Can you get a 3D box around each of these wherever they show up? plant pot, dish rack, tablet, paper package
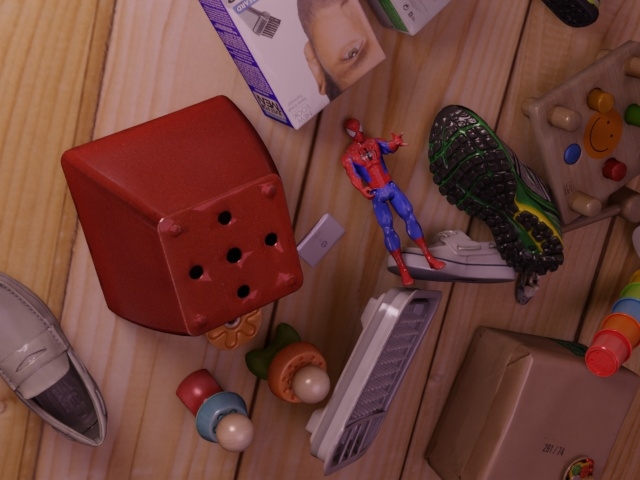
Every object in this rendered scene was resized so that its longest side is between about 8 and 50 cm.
[{"bbox_3d":[-0.170,-0.016,1.422,0.267,0.235,0.267,-23,119,-21],"label":"plant pot"},{"bbox_3d":[0.085,0.218,1.712,0.333,0.072,0.285,-64,162,5],"label":"dish rack"},{"bbox_3d":[0.000,0.000,1.673,0.083,0.006,0.054,-49,126,-5],"label":"tablet"},{"bbox_3d":[0.408,0.341,1.963,0.324,0.168,0.310,14,102,-34],"label":"paper package"}]

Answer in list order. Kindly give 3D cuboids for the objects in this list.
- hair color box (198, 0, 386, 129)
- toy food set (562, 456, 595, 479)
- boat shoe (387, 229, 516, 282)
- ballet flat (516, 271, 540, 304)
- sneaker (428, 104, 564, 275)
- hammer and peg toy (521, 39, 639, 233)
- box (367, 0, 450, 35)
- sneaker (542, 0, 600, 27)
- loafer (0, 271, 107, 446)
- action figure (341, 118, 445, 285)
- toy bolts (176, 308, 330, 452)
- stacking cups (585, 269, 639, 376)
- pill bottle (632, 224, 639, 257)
[{"bbox_3d":[-0.063,-0.348,1.433,0.185,0.110,0.339,-40,126,-13],"label":"hair color box"},{"bbox_3d":[0.493,0.451,1.942,0.082,0.020,0.083,-6,112,-29],"label":"toy food set"},{"bbox_3d":[0.231,0.023,1.776,0.267,0.096,0.088,4,79,-26],"label":"boat shoe"},{"bbox_3d":[0.397,0.074,1.925,0.041,0.041,0.114,-5,112,-30],"label":"ballet flat"},{"bbox_3d":[0.301,-0.097,1.761,0.134,0.146,0.343,-25,117,28],"label":"sneaker"},{"bbox_3d":[0.510,-0.145,1.851,0.266,0.127,0.361,-32,123,-17],"label":"hammer and peg toy"},{"bbox_3d":[0.129,-0.385,1.546,0.102,0.087,0.101,-44,125,-8],"label":"box"},{"bbox_3d":[0.395,-0.454,1.703,0.234,0.084,0.097,39,63,-37],"label":"sneaker"},{"bbox_3d":[-0.395,0.168,1.434,0.112,0.111,0.319,-40,125,-12],"label":"loafer"},{"bbox_3d":[0.113,-0.066,1.604,0.091,0.139,0.280,-28,97,-7],"label":"action figure"},{"bbox_3d":[-0.115,0.215,1.596,0.228,0.158,0.218,-44,125,-9],"label":"toy bolts"},{"bbox_3d":[0.597,0.163,1.960,0.316,0.096,0.096,-40,131,-49],"label":"stacking cups"},{"bbox_3d":[0.785,-0.064,2.014,0.334,0.188,0.188,-37,124,-15],"label":"pill bottle"}]
